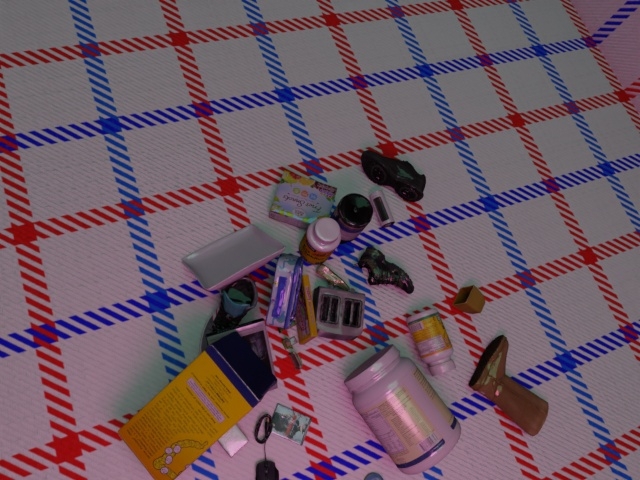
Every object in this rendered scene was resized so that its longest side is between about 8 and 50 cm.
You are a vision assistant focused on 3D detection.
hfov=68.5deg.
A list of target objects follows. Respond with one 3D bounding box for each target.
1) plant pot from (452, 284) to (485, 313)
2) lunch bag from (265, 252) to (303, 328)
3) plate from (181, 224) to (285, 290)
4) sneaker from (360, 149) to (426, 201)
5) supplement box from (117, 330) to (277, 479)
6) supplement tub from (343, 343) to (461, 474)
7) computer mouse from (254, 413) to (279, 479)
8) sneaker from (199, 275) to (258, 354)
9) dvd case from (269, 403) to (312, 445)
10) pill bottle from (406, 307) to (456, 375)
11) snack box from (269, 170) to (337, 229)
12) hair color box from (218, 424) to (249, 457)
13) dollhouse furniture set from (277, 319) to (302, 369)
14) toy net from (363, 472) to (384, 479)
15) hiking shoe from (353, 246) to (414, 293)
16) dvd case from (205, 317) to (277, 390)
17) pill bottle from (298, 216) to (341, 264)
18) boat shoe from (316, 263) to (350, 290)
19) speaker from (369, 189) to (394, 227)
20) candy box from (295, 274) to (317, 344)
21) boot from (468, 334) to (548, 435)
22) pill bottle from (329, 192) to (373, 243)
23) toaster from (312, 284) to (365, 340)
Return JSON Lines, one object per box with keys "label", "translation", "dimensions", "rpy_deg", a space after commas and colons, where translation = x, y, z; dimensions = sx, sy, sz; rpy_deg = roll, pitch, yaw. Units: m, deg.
{"label": "plant pot", "translation": [0.550, 0.224, 1.715], "dimensions": [0.083, 0.081, 0.082], "rpy_deg": [39, 66, -9]}
{"label": "lunch bag", "translation": [-0.111, 0.157, 1.473], "dimensions": [0.090, 0.176, 0.219], "rpy_deg": [11, 97, 2]}
{"label": "plate", "translation": [-0.280, 0.057, 1.513], "dimensions": [0.277, 0.277, 0.045], "rpy_deg": [-28, 120, -21]}
{"label": "sneaker", "translation": [0.285, -0.268, 1.830], "dimensions": [0.286, 0.109, 0.130], "rpy_deg": [34, 56, -7]}
{"label": "supplement box", "translation": [-0.324, 0.449, 1.282], "dimensions": [0.356, 0.194, 0.195], "rpy_deg": [-43, 84, 7]}
{"label": "supplement tub", "translation": [0.246, 0.511, 1.450], "dimensions": [0.235, 0.235, 0.325], "rpy_deg": [-33, 81, -22]}
{"label": "computer mouse", "translation": [-0.161, 0.646, 1.401], "dimensions": [0.071, 0.041, 0.242], "rpy_deg": [-3, 74, -10]}
{"label": "sneaker", "translation": [-0.280, 0.229, 1.458], "dimensions": [0.123, 0.178, 0.296], "rpy_deg": [25, 67, -4]}
{"label": "dvd case", "translation": [-0.096, 0.574, 1.467], "dimensions": [0.119, 0.013, 0.087], "rpy_deg": [26, 67, -4]}
{"label": "pill bottle", "translation": [0.382, 0.347, 1.607], "dimensions": [0.117, 0.118, 0.209], "rpy_deg": [-14, 74, -18]}
{"label": "snack box", "translation": [-0.062, -0.136, 1.699], "dimensions": [0.206, 0.070, 0.175], "rpy_deg": [19, 67, -1]}
{"label": "hair color box", "translation": [-0.285, 0.567, 1.407], "dimensions": [0.072, 0.043, 0.141], "rpy_deg": [-37, 83, -22]}
{"label": "dollhouse furniture set", "translation": [-0.080, 0.340, 1.522], "dimensions": [0.058, 0.076, 0.152], "rpy_deg": [-23, 76, -22]}
{"label": "toy net", "translation": [0.104, 0.803, 1.417], "dimensions": [0.232, 0.045, 0.122], "rpy_deg": [-18, 77, -17]}
{"label": "hiking shoe", "translation": [0.226, 0.129, 1.680], "dimensions": [0.226, 0.086, 0.114], "rpy_deg": [40, 80, 9]}
{"label": "dvd case", "translation": [-0.236, 0.371, 1.433], "dimensions": [0.179, 0.029, 0.239], "rpy_deg": [-14, 106, -17]}
{"label": "pill bottle", "translation": [0.000, 0.000, 1.589], "dimensions": [0.117, 0.215, 0.118], "rpy_deg": [4, 69, -11]}
{"label": "boat shoe", "translation": [0.042, 0.138, 1.645], "dimensions": [0.135, 0.050, 0.045], "rpy_deg": [40, 90, -1]}
{"label": "speaker", "translation": [0.232, -0.120, 1.777], "dimensions": [0.055, 0.055, 0.136], "rpy_deg": [-14, 75, -18]}
{"label": "candy box", "translation": [-0.054, 0.227, 1.542], "dimensions": [0.027, 0.105, 0.206], "rpy_deg": [2, 63, -24]}
{"label": "boot", "translation": [0.678, 0.500, 1.644], "dimensions": [0.269, 0.089, 0.236], "rpy_deg": [36, 77, 1]}
{"label": "pill bottle", "translation": [0.094, -0.066, 1.634], "dimensions": [0.122, 0.219, 0.123], "rpy_deg": [4, 70, -12]}
{"label": "toaster", "translation": [0.053, 0.248, 1.569], "dimensions": [0.167, 0.110, 0.186], "rpy_deg": [11, 68, -8]}
